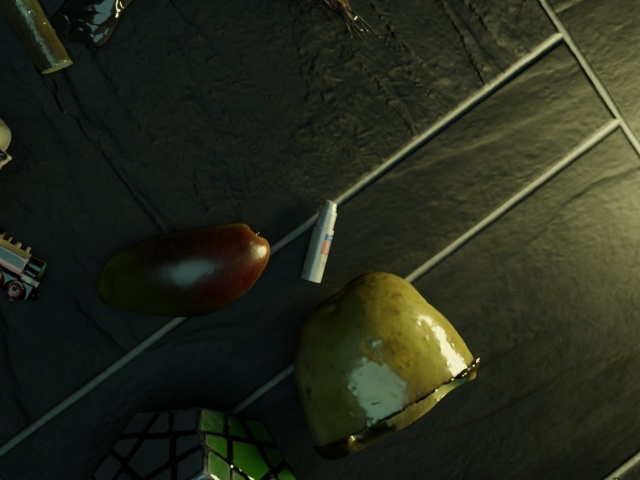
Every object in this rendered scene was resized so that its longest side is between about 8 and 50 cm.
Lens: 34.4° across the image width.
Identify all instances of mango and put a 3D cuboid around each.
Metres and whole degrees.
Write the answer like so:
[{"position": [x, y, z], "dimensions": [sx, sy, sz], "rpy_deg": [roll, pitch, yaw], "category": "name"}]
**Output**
[{"position": [-0.205, 0.051, 1.556], "dimensions": [0.268, 0.111, 0.133], "rpy_deg": [-13, 108, -3], "category": "mango"}]

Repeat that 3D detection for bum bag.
[{"position": [-0.315, -0.375, 1.536], "dimensions": [0.087, 0.049, 0.197], "rpy_deg": [37, 88, -5], "category": "bum bag"}]

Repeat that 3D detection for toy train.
[{"position": [-0.472, 0.034, 1.541], "dimensions": [0.138, 0.050, 0.087], "rpy_deg": [31, 86, -10], "category": "toy train"}]

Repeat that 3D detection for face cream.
[{"position": [0.000, 0.000, 1.622], "dimensions": [0.034, 0.034, 0.130], "rpy_deg": [14, 91, -10], "category": "face cream"}]

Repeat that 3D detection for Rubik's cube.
[{"position": [-0.184, 0.390, 1.503], "dimensions": [0.264, 0.319, 0.318], "rpy_deg": [-17, 97, -33], "category": "Rubik's cube"}]

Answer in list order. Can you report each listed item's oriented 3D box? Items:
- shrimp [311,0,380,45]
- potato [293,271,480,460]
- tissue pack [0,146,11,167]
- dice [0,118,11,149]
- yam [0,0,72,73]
[{"position": [-0.016, -0.437, 1.547], "dimensions": [0.145, 0.116, 0.343], "rpy_deg": [-37, 99, 10], "category": "shrimp"}, {"position": [0.076, 0.171, 1.566], "dimensions": [0.286, 0.242, 0.242], "rpy_deg": [-29, 98, 1], "category": "potato"}, {"position": [-0.539, -0.128, 1.311], "dimensions": [0.235, 0.073, 0.173], "rpy_deg": [44, 87, -10], "category": "tissue pack"}, {"position": [-0.562, -0.143, 1.441], "dimensions": [0.192, 0.194, 0.193], "rpy_deg": [45, 88, -8], "category": "dice"}, {"position": [-0.420, -0.309, 1.523], "dimensions": [0.054, 0.054, 0.132], "rpy_deg": [-31, 99, -6], "category": "yam"}]
